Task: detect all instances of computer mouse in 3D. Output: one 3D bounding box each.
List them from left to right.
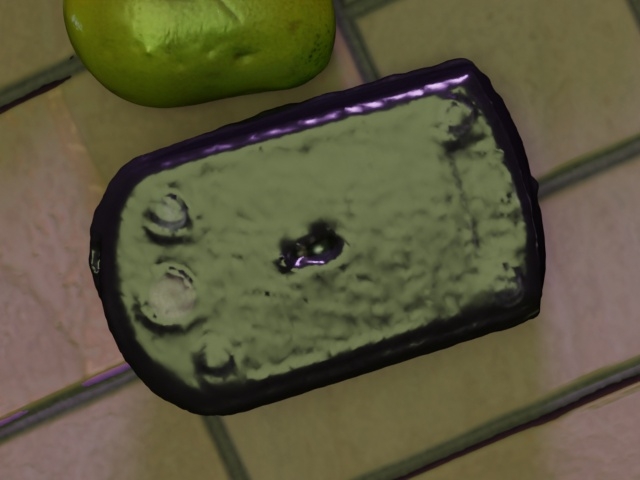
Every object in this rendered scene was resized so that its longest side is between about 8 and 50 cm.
[{"bbox_3d":[0.000,0.000,0.931,0.269,0.100,0.170,-15,99,3],"label":"computer mouse"}]

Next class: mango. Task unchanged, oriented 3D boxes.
[{"bbox_3d":[-0.075,-0.142,0.934,0.163,0.089,0.117,-9,88,-5],"label":"mango"}]
